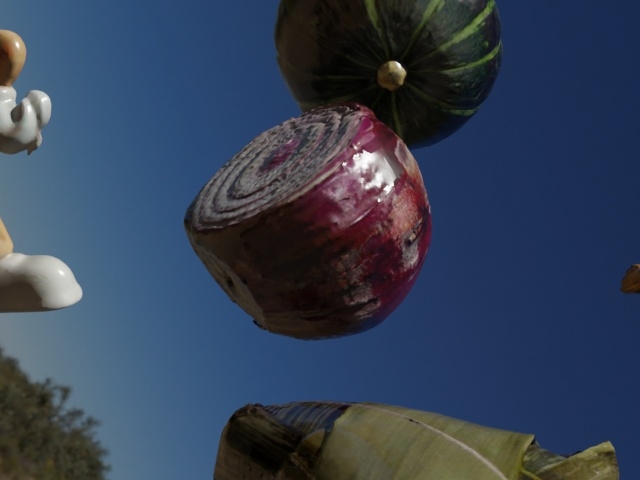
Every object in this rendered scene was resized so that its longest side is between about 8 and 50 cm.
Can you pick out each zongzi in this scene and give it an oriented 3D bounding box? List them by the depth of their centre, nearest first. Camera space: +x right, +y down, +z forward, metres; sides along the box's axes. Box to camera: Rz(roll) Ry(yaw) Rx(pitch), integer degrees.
[{"bbox_3d":[0.005,0.189,0.617,0.289,0.317,0.154,5,-87,31],"label":"zongzi"}]

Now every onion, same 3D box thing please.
[{"bbox_3d":[0.000,0.000,1.265,0.337,0.282,0.260,-1,-52,55],"label":"onion"}]

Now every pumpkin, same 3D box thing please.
[{"bbox_3d":[0.093,-0.275,1.409,0.241,0.323,0.323,-75,163,-57],"label":"pumpkin"}]

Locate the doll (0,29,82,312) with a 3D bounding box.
[{"bbox_3d":[-0.219,-0.061,0.526,0.085,0.183,0.217,-34,115,-72],"label":"doll"}]

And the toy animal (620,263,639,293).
[{"bbox_3d":[0.333,0.005,0.701,0.116,0.255,0.114,36,13,-21],"label":"toy animal"}]
